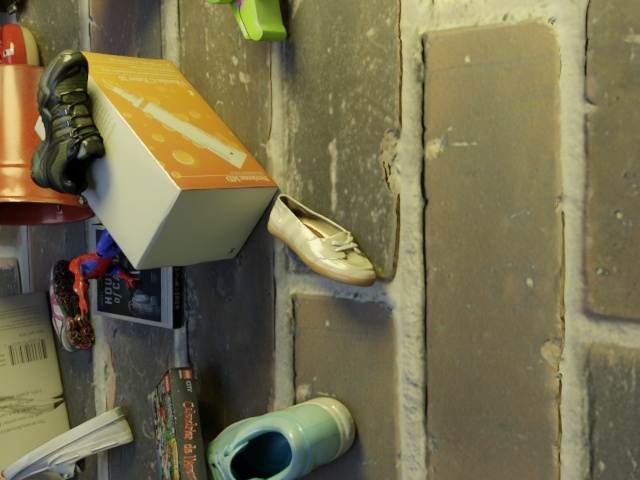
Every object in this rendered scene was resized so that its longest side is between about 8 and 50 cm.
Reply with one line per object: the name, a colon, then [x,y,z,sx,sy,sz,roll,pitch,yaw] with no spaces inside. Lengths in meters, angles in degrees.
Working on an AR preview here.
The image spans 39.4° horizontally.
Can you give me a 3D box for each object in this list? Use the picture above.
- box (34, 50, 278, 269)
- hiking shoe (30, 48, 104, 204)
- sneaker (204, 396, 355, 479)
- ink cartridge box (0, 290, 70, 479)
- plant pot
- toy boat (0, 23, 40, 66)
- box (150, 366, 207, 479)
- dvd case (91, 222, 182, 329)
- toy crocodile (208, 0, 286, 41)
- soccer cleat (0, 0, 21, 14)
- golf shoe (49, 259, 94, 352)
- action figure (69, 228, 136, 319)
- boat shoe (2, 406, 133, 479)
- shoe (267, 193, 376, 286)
box: [-0.272,-0.136,1.456,0.345,0.215,0.168,49,122,25]
hiking shoe: [-0.366,-0.172,1.351,0.114,0.086,0.226,23,115,22]
sneaker: [-0.119,0.346,1.418,0.366,0.150,0.135,-38,70,36]
ink cartridge box: [-0.686,0.322,1.806,0.166,0.286,0.394,-14,85,42]
plant pot: [-0.568,-0.178,1.690,0.273,0.272,0.264,-9,81,40]
toy boat: [-0.679,-0.359,1.820,0.231,0.151,0.150,-8,90,41]
box: [-0.242,0.350,1.519,0.159,0.044,0.233,128,136,-56]
dvd case: [-0.344,0.062,1.660,0.239,0.030,0.179,4,96,39]
toy crocodile: [-0.132,-0.458,1.371,0.105,0.115,0.340,-29,75,38]
soccer cleat: [-0.599,-0.576,1.772,0.289,0.093,0.121,-39,63,35]
golf shoe: [-0.513,0.133,1.784,0.086,0.068,0.186,-15,85,42]
action figure: [-0.364,0.036,1.592,0.280,0.092,0.139,-45,57,33]
boat shoe: [-0.482,0.412,1.710,0.258,0.095,0.084,-28,85,5]
shoe: [0.000,0.000,1.331,0.219,0.077,0.058,34,120,35]
